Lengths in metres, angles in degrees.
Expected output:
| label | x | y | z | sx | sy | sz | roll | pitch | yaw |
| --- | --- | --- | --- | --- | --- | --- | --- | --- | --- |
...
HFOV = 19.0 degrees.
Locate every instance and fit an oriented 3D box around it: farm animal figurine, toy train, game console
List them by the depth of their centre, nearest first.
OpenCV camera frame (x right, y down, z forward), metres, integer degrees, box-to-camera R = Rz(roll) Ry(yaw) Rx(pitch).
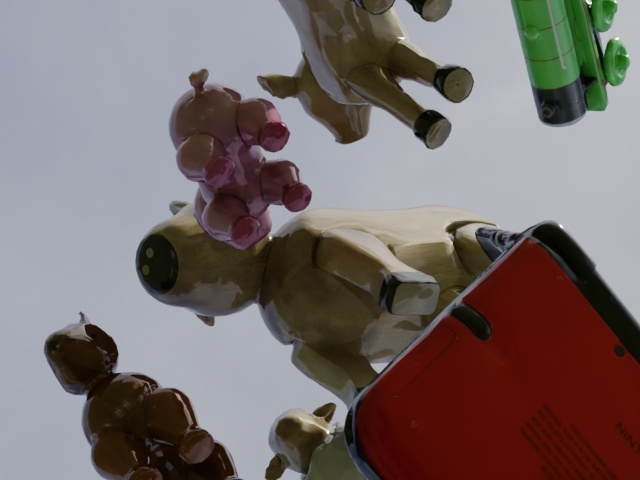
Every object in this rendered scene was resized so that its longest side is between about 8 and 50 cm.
| label | x | y | z | sx | sy | sz | roll | pitch | yaw |
| --- | --- | --- | --- | --- | --- | --- | --- | --- | --- |
| toy train | 0.038 | -0.056 | 0.338 | 0.017 | 0.083 | 0.023 | 3 | -142 | 31 |
| game console | 0.070 | 0.073 | 0.500 | 0.144 | 0.085 | 0.124 | 50 | -122 | -3 |
| farm animal figurine | 0.000 | 0.000 | 1.034 | 0.172 | 0.327 | 0.330 | 39 | -77 | 49 |
